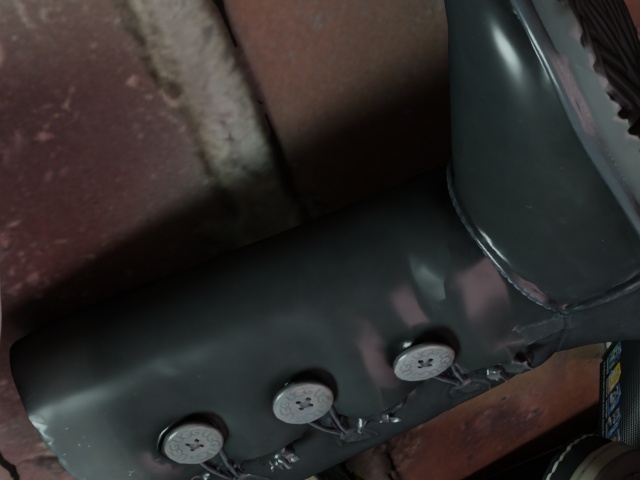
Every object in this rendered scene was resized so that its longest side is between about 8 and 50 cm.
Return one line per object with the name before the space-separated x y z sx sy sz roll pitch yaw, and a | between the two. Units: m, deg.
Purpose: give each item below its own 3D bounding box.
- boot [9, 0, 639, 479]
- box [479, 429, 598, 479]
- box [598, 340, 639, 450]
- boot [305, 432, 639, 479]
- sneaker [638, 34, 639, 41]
boot | 0.001 0.002 1.160 0.445 0.146 0.367 -20 130 19
box | 0.317 0.310 1.752 0.343 0.179 0.312 -24 147 3
box | 0.291 0.118 1.470 0.060 0.270 0.216 22 128 -7
boot | 0.083 0.257 1.447 0.138 0.284 0.377 -20 134 -43
sneaker | 0.151 -0.074 1.255 0.161 0.102 0.282 -29 145 4
